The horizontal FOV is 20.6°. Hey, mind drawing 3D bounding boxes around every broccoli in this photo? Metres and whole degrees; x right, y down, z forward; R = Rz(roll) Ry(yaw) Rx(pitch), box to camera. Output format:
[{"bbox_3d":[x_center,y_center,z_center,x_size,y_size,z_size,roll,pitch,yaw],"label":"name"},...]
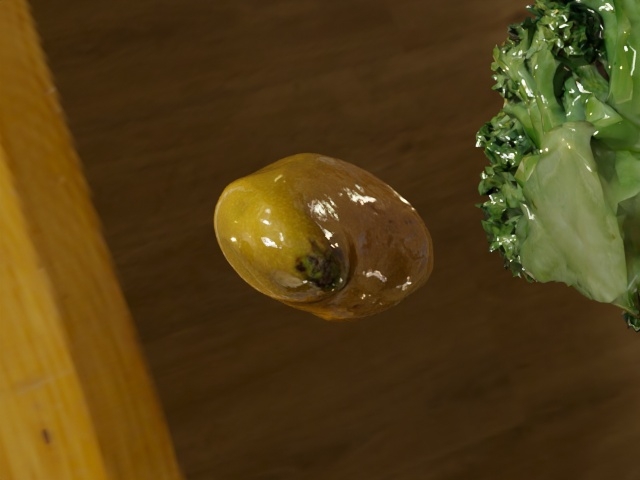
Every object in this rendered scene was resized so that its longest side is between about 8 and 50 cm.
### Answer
[{"bbox_3d":[0.137,-0.041,0.659,0.156,0.195,0.195,-29,-85,-27],"label":"broccoli"}]

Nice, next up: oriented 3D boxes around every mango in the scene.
[{"bbox_3d":[0.000,0.000,0.855,0.075,0.098,0.190,-64,-16,10],"label":"mango"}]
